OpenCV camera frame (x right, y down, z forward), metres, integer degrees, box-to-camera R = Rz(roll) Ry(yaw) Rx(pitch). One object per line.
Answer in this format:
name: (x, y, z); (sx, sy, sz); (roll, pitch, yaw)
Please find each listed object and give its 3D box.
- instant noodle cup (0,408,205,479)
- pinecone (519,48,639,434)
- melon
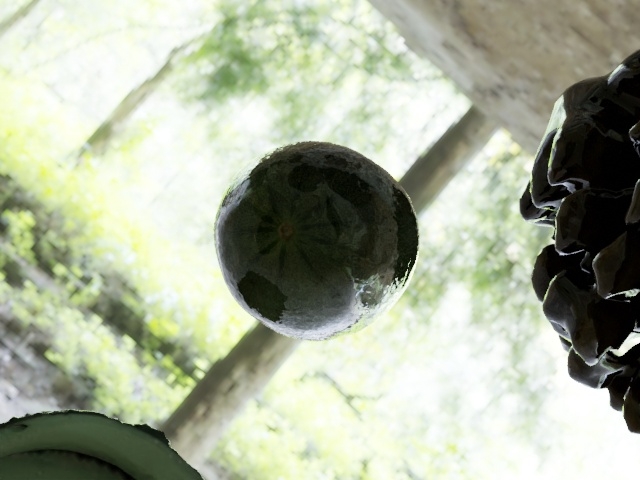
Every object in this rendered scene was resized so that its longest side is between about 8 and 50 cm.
instant noodle cup: (-0.186, 0.239, 0.803); (0.284, 0.284, 0.312); (40, -31, -1)
pinecone: (0.370, -0.012, 1.168); (0.398, 0.398, 0.398); (39, -7, 6)
melon: (0.000, 0.000, 0.746); (0.114, 0.114, 0.167); (38, 3, 18)
